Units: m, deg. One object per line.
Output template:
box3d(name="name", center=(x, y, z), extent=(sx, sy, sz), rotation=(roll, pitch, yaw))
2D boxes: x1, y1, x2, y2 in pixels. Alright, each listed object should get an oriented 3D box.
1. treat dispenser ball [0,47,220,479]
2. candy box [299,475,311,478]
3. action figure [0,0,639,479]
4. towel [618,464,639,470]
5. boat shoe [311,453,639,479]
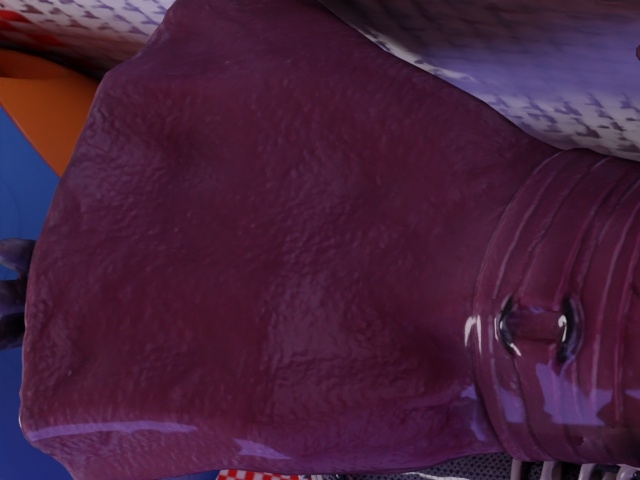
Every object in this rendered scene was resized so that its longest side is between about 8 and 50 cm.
box3d(name="treat dispenser ball", center=(-0.178, 0.049, 0.956), extent=(0.288, 0.288, 0.288), rotation=(13, 170, 2))
box3d(name="candy box", center=(0.067, 0.094, 1.243), extent=(0.196, 0.070, 0.165), rotation=(1, -171, -11))
box3d(name="action figure", center=(0.082, 0.035, 0.662), extent=(0.370, 0.248, 0.275), rotation=(12, 171, 28))
box3d(name="towel", center=(0.231, 0.066, 0.853), extent=(0.317, 0.053, 0.332), rotation=(1, -176, -32))
box3d(name="boat shoe", center=(0.148, 0.120, 1.035), extent=(0.340, 0.127, 0.158), rotation=(-1, -178, 13))
